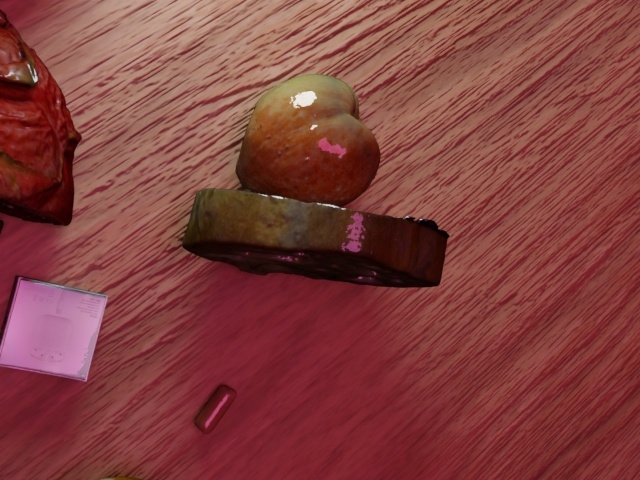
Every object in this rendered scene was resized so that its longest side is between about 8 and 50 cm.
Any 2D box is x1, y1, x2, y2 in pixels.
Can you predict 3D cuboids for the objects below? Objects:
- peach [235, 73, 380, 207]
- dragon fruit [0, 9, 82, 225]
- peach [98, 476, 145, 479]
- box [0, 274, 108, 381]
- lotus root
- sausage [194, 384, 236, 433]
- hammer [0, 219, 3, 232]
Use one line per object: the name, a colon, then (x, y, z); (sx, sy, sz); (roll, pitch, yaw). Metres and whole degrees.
peach: (-0.028, -0.146, 1.317); (0.232, 0.232, 0.232); (0, 90, -25)
dragon fruit: (-0.488, -0.185, 1.115); (0.240, 0.302, 0.330); (-12, 78, 7)
peach: (-0.235, 0.523, 1.158); (0.242, 0.306, 0.380); (-27, 97, -16)
box: (-0.391, 0.128, 1.212); (0.130, 0.051, 0.129); (16, 84, -23)
lotus root: (0.000, 0.000, 1.231); (0.390, 0.375, 0.111); (11, 81, -13)
sausage: (-0.166, 0.268, 1.327); (0.034, 0.034, 0.083); (42, 74, -19)
hammer: (-0.537, 0.170, 1.147); (0.168, 0.044, 0.440); (20, 82, -23)
